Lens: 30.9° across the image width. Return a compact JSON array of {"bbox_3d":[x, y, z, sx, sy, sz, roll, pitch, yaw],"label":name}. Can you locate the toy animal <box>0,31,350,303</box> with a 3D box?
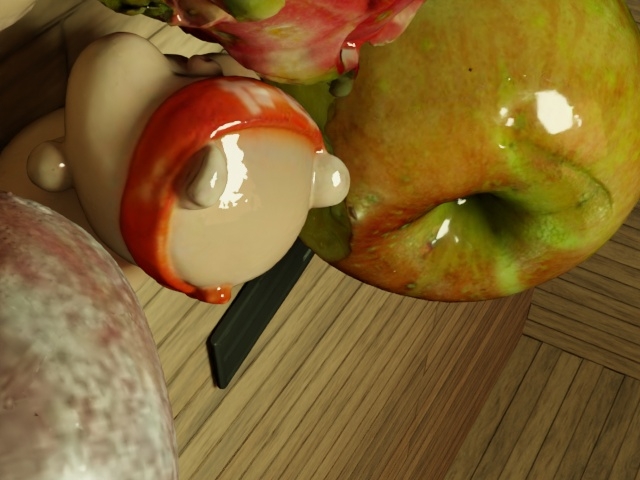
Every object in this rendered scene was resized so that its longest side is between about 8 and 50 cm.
[{"bbox_3d":[-0.096,-0.035,0.680,0.171,0.198,0.171,34,48,-49],"label":"toy animal"}]

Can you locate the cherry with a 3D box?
[{"bbox_3d":[-0.180,0.107,0.522,0.213,0.236,0.285,119,-15,-68],"label":"cherry"}]

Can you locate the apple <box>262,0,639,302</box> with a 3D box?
[{"bbox_3d":[0.115,-0.119,0.998,0.339,0.339,0.339,-56,158,-35],"label":"apple"}]

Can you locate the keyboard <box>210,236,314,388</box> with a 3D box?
[{"bbox_3d":[-0.011,-0.006,1.248,0.381,0.041,0.103,-50,156,-31],"label":"keyboard"}]

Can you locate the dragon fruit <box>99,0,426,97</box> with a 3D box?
[{"bbox_3d":[-0.024,-0.219,0.644,0.231,0.237,0.302,-50,-174,31],"label":"dragon fruit"}]

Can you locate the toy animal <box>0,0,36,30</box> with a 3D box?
[{"bbox_3d":[-0.150,-0.207,0.374,0.213,0.195,0.256,-33,146,-27],"label":"toy animal"}]
